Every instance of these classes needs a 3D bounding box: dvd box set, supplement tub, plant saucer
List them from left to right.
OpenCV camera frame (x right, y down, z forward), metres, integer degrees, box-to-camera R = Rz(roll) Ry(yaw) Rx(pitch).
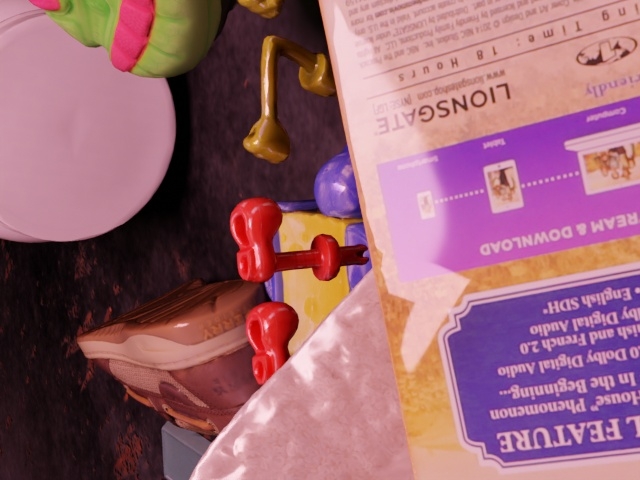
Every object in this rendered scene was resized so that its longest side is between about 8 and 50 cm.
[{"bbox_3d":[-0.293,-0.124,0.944,0.316,0.228,0.228,20,113,53],"label":"supplement tub"},{"bbox_3d":[-0.102,0.225,0.924,0.192,0.018,0.067,14,109,53],"label":"plant saucer"},{"bbox_3d":[0.182,0.078,0.300,0.308,0.062,0.420,-14,85,25],"label":"dvd box set"}]

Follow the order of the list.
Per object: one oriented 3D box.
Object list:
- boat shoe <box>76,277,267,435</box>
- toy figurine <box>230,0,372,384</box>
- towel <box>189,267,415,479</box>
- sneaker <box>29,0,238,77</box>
[{"bbox_3d":[-0.109,0.106,0.811,0.342,0.123,0.123,-13,102,65],"label":"boat shoe"},{"bbox_3d":[0.000,0.000,0.582,0.217,0.191,0.362,0,95,61],"label":"toy figurine"},{"bbox_3d":[0.083,0.080,0.410,0.187,0.049,0.282,44,94,7],"label":"towel"},{"bbox_3d":[-0.045,-0.286,0.457,0.185,0.202,0.483,34,145,-3],"label":"sneaker"}]
